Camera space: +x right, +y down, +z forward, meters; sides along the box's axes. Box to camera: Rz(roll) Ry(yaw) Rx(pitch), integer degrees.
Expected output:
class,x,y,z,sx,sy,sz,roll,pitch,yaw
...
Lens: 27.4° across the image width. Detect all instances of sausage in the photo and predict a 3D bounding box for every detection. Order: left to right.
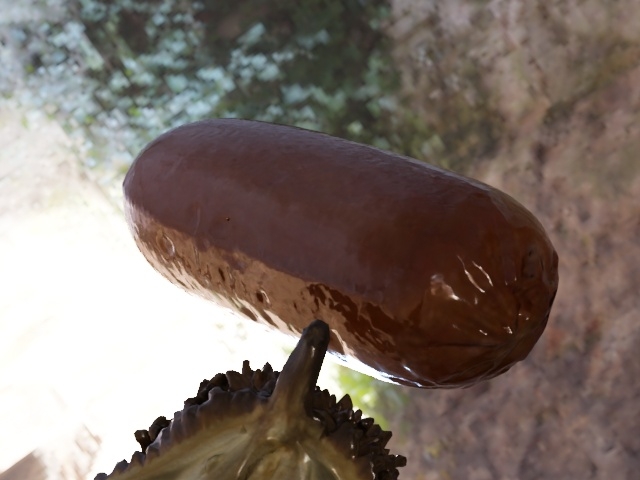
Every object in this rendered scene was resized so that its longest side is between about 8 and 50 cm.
class,x,y,z,sx,sy,sz,roll,pitch,yaw
sausage,0.000,0.000,0.454,0.076,0.076,0.197,-36,-147,-25

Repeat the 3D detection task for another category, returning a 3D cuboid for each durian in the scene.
class,x,y,z,sx,sy,sz,roll,pitch,yaw
durian,-0.019,0.084,0.352,0.071,0.110,0.140,-13,125,-79
